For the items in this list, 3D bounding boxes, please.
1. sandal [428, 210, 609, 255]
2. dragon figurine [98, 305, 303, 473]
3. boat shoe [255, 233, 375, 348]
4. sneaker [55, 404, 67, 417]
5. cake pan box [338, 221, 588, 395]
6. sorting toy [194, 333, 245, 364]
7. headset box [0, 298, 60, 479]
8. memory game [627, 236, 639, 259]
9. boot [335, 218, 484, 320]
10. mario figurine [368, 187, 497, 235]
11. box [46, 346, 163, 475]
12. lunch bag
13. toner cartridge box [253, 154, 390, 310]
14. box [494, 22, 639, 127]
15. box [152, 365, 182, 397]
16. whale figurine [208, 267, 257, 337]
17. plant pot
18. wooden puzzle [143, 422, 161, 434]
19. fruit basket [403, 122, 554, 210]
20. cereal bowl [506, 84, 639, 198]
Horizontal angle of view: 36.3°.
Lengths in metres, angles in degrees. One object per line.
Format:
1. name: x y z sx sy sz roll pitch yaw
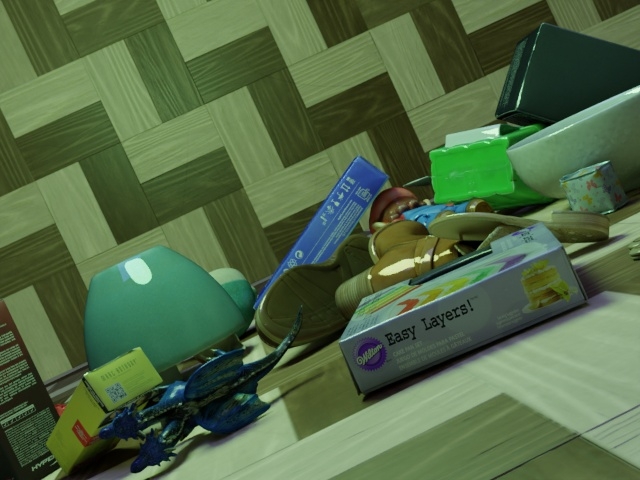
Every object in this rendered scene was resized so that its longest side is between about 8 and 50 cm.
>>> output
1. sandal: 0.243 0.012 1.241 0.240 0.079 0.088 -3 -20 29
2. dragon figurine: -0.116 0.176 1.139 0.289 0.085 0.144 -26 3 -16
3. boat shoe: -0.001 0.101 1.535 0.342 0.123 0.123 -38 -17 -55
4. sneaker: -0.498 0.299 1.730 0.087 0.128 0.221 -23 4 41
5. cake pan box: 0.154 0.065 1.071 0.246 0.070 0.267 -22 3 11
6. sorting toy: -0.167 0.197 1.704 0.083 0.045 0.075 -27 11 -31
7. headset box: -0.523 0.234 1.473 0.218 0.293 0.110 -22 4 40
8. memory game: 0.410 -0.023 1.028 0.186 0.012 0.186 -25 3 1
9. boot: 0.164 0.014 1.466 0.220 0.109 0.283 -25 5 35
10. mario figurine: 0.203 -0.003 1.793 0.198 0.170 0.320 18 -3 -22
11. box: -0.284 0.225 1.265 0.087 0.058 0.232 -27 -15 -40
12. lunch bag: 0.400 -0.072 1.442 0.053 0.071 0.083 -29 4 -38
13. toner cartridge box: 0.000 0.000 1.888 0.348 0.075 0.165 -55 1 2
14. box: 0.526 -0.290 1.923 0.296 0.183 0.294 16 6 1
15. box: -0.330 0.268 1.746 0.178 0.042 0.109 -27 4 -36
16. whale figurine: -0.218 0.171 2.049 0.216 0.141 0.272 -26 -22 -20
17. plant pot: -0.304 0.124 1.739 0.290 0.195 0.290 -26 2 1
18. wooden puzzle: -0.219 0.251 1.379 0.116 0.014 0.078 -23 3 23
19. fruit basket: 0.393 -0.153 1.966 0.327 0.165 0.353 -7 5 44
20. cereal bowl: 0.482 -0.157 1.588 0.339 0.141 0.339 -24 3 1
